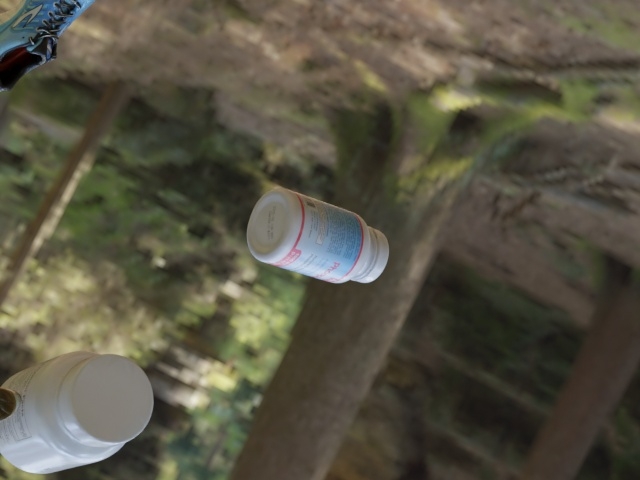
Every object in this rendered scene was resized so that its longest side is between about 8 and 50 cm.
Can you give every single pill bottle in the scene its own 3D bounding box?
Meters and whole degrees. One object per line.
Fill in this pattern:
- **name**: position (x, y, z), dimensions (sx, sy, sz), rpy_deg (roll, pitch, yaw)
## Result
- **pill bottle**: position (0.000, 0.000, 1.921), dimensions (0.160, 0.087, 0.087), rpy_deg (18, -174, -39)
- **pill bottle**: position (-0.288, 0.198, 1.940), dimensions (0.131, 0.131, 0.229), rpy_deg (27, 156, -23)

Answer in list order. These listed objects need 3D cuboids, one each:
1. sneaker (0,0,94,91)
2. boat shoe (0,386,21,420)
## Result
- **sneaker**: position (-0.247, -0.193, 1.514), dimensions (0.063, 0.162, 0.073), rpy_deg (31, -157, -46)
- **boat shoe**: position (-0.397, 0.191, 1.852), dimensions (0.135, 0.050, 0.045), rpy_deg (-7, 178, 11)
